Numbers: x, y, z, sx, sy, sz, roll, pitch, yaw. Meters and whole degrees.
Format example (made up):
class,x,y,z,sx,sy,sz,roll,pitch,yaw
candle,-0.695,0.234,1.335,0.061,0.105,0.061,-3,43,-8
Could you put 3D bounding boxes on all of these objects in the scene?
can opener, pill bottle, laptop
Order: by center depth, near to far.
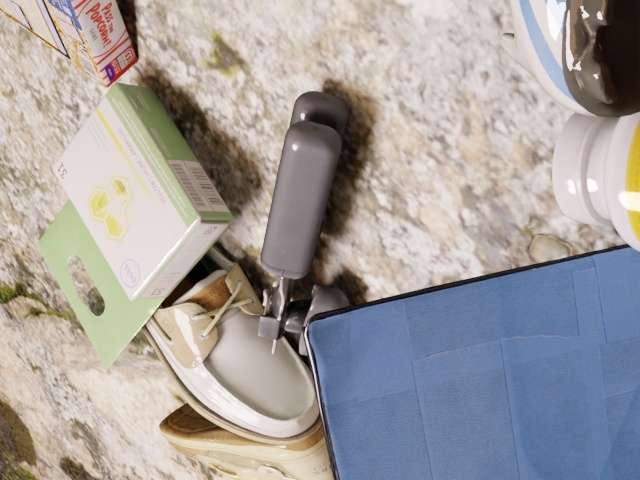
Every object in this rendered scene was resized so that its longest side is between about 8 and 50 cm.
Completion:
class,x,y,z,sx,sy,sz,roll,pitch,yaw
pill bottle,0.230,-0.037,0.683,0.184,0.103,0.103,10,126,44
laptop,0.239,0.210,0.728,0.408,0.236,0.382,13,122,48
can opener,0.000,0.000,1.030,0.095,0.076,0.283,14,137,0

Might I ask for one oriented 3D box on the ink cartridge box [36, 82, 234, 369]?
class,x,y,z,sx,sy,sz,roll,pitch,yaw
ink cartridge box,-0.200,-0.009,1.138,0.235,0.056,0.171,-47,64,28

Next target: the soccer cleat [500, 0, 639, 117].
class,x,y,z,sx,sy,sz,roll,pitch,yaw
soccer cleat,0.137,-0.228,0.627,0.143,0.116,0.331,-134,36,-55

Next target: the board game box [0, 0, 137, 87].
class,x,y,z,sx,sy,sz,roll,pitch,yaw
board game box,-0.265,-0.243,1.097,0.193,0.045,0.147,36,159,23

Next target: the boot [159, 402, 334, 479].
class,x,y,z,sx,sy,sz,roll,pitch,yaw
boot,-0.054,0.267,1.280,0.262,0.095,0.203,-2,118,47

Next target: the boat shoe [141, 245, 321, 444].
class,x,y,z,sx,sy,sz,roll,pitch,yaw
boat shoe,-0.114,0.077,1.168,0.302,0.113,0.103,40,148,21
